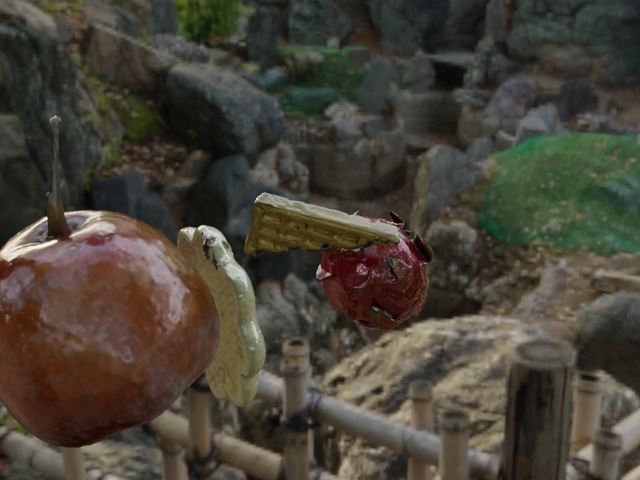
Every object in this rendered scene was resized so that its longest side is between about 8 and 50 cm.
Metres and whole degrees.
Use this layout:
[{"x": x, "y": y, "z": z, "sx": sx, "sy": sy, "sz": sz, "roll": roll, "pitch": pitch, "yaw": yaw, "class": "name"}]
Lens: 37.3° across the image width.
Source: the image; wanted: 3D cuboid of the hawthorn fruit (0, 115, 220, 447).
[{"x": -0.237, "y": 0.082, "z": 0.944, "sx": 0.263, "sy": 0.231, "sz": 0.235, "roll": 34, "pitch": 56, "yaw": -9, "class": "hawthorn fruit"}]

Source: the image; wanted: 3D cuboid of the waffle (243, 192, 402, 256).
[{"x": 0.000, "y": 0.000, "z": 0.965, "sx": 0.152, "sy": 0.097, "sz": 0.023, "roll": 13, "pitch": 55, "yaw": -1, "class": "waffle"}]

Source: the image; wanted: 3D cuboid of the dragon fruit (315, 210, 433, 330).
[{"x": 0.066, "y": 0.044, "z": 1.093, "sx": 0.136, "sy": 0.166, "sz": 0.133, "roll": -21, "pitch": 46, "yaw": -4, "class": "dragon fruit"}]

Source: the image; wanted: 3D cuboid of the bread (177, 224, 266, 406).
[{"x": -0.167, "y": 0.124, "z": 1.566, "sx": 0.054, "sy": 0.316, "sz": 0.316, "roll": -15, "pitch": 25, "yaw": -27, "class": "bread"}]
